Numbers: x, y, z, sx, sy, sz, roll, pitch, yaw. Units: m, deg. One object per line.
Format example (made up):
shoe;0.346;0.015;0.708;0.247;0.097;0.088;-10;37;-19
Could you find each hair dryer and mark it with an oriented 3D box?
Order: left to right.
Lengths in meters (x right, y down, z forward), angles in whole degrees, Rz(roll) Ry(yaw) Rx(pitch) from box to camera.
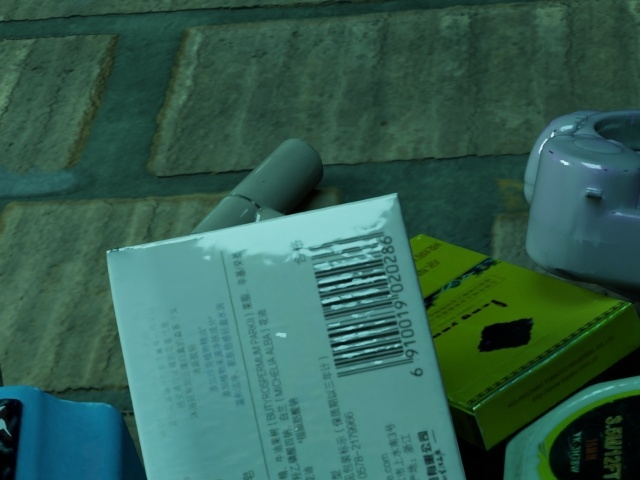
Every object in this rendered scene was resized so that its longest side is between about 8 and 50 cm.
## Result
hair dryer;0.009;-0.006;1.660;0.220;0.053;0.195;12;39;26

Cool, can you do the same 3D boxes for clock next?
clock;0.306;-0.030;1.491;0.296;0.113;0.322;8;15;4

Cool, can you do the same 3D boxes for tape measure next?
tape measure;0.222;0.192;1.267;0.207;0.115;0.235;-9;27;13

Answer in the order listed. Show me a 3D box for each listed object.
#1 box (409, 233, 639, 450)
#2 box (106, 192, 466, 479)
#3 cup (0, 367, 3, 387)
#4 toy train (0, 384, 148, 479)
box;0.098;0.067;1.445;0.153;0.041;0.279;-29;25;-23
box;-0.018;0.128;1.281;0.203;0.116;0.274;-12;75;-3
cup;-0.363;0.145;1.446;0.264;0.182;0.226;-23;3;-9
toy train;-0.250;0.225;1.168;0.300;0.265;0.188;-10;46;4
